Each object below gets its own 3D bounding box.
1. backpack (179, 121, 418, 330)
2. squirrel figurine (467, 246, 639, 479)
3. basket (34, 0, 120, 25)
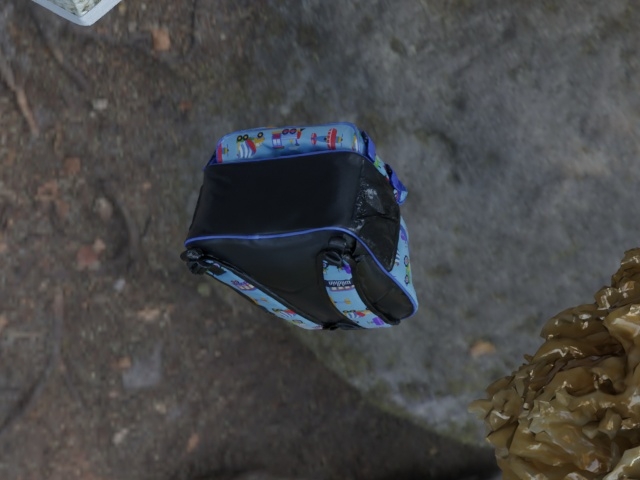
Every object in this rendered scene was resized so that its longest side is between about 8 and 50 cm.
[{"bbox_3d":[0.000,0.000,1.030,0.158,0.117,0.173,-4,152,28],"label":"backpack"},{"bbox_3d":[0.214,0.024,0.464,0.281,0.397,0.370,11,121,18],"label":"squirrel figurine"},{"bbox_3d":[-0.329,-0.369,1.697,0.113,0.167,0.103,-45,146,-21],"label":"basket"}]
